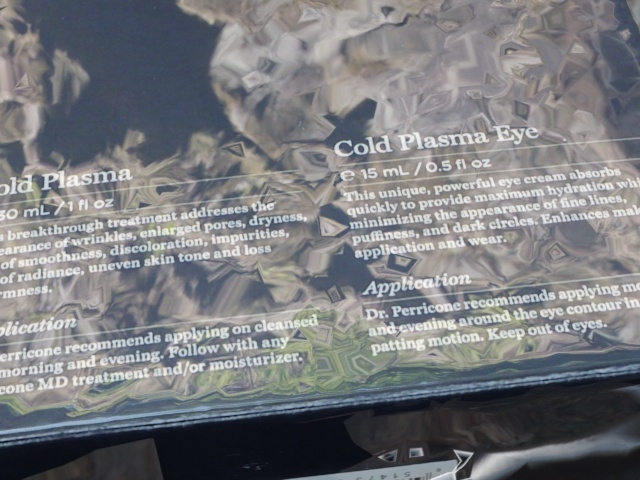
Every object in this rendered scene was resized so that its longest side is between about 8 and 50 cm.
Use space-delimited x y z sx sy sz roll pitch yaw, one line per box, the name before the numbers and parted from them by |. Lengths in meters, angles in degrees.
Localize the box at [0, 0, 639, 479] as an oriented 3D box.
box | 0.000 0.000 0.626 0.343 0.179 0.312 -6 50 -3
